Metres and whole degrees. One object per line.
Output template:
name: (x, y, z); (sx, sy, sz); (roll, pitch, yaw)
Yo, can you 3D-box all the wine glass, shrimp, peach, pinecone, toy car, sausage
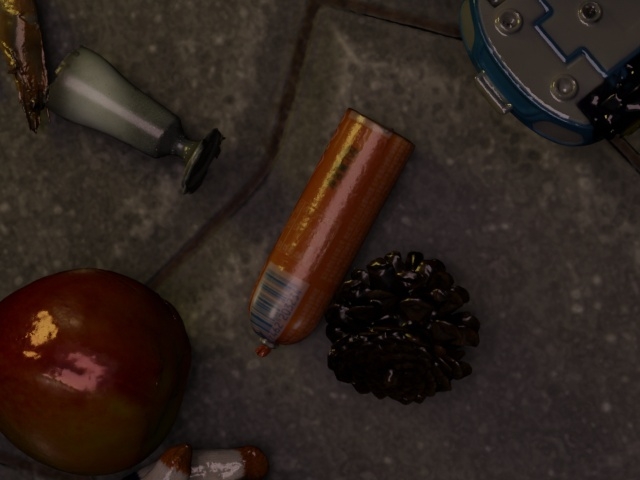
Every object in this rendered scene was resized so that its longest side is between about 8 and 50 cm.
wine glass: (-0.168, -0.109, 1.400); (0.155, 0.072, 0.072); (31, 95, 7)
shrimp: (-0.299, -0.173, 1.435); (0.095, 0.045, 0.162); (-12, 90, 9)
peach: (-0.214, 0.109, 1.355); (0.197, 0.197, 0.197); (0, 90, 9)
pinecone: (0.071, 0.070, 1.335); (0.140, 0.140, 0.121); (4, 47, 9)
toy car: (0.250, -0.205, 1.282); (0.314, 0.166, 0.198); (-39, 84, -10)
sausage: (0.000, 0.000, 1.374); (0.071, 0.071, 0.234); (29, 94, 8)

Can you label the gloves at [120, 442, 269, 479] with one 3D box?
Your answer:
gloves: (-0.140, 0.260, 1.376); (0.219, 0.131, 0.140); (-41, 106, -20)
